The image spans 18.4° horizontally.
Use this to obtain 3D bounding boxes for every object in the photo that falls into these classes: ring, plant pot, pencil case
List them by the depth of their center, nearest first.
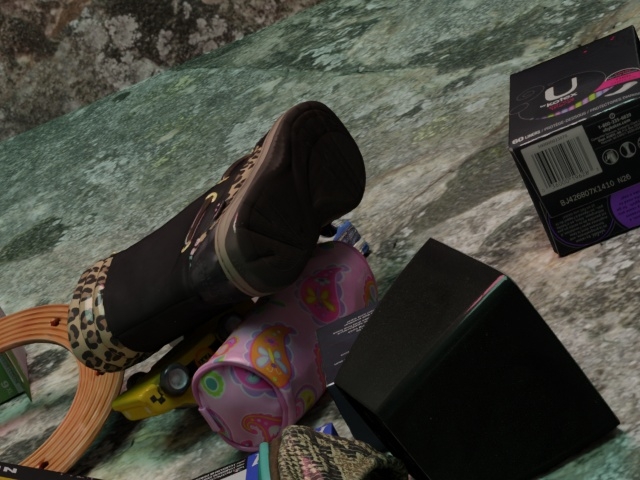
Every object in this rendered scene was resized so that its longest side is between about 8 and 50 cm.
[{"bbox_3d":[0.126,0.134,1.811,0.167,0.188,0.187,-42,21,-7],"label":"plant pot"},{"bbox_3d":[-0.034,0.111,2.153,0.124,0.124,0.284,-15,21,30],"label":"pencil case"},{"bbox_3d":[-0.376,0.210,2.354,0.336,0.032,0.337,-20,38,16],"label":"ring"}]

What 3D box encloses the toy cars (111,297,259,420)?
[{"bbox_3d":[-0.118,0.116,2.310,0.176,0.087,0.394,-32,12,19],"label":"toy cars"}]

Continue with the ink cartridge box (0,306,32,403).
[{"bbox_3d":[-0.434,0.148,2.597,0.062,0.109,0.209,-28,19,-2],"label":"ink cartridge box"}]

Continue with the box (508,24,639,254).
[{"bbox_3d":[0.314,-0.120,2.265,0.165,0.143,0.270,-21,19,13],"label":"box"}]

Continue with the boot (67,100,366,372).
[{"bbox_3d":[-0.114,-0.003,2.236,0.284,0.138,0.377,-30,17,29],"label":"boot"}]

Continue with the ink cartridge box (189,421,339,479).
[{"bbox_3d":[-0.074,0.254,1.937,0.207,0.046,0.097,-23,20,10],"label":"ink cartridge box"}]

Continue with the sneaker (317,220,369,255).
[{"bbox_3d":[0.000,0.000,2.495,0.135,0.058,0.052,-11,24,40],"label":"sneaker"}]

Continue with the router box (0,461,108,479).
[{"bbox_3d":[-0.238,0.283,1.745,0.308,0.081,0.243,10,14,-6],"label":"router box"}]

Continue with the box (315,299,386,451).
[{"bbox_3d":[0.087,0.122,2.001,0.156,0.093,0.158,-25,18,4],"label":"box"}]

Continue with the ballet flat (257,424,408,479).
[{"bbox_3d":[0.014,0.290,1.603,0.182,0.164,0.483,2,22,5],"label":"ballet flat"}]
